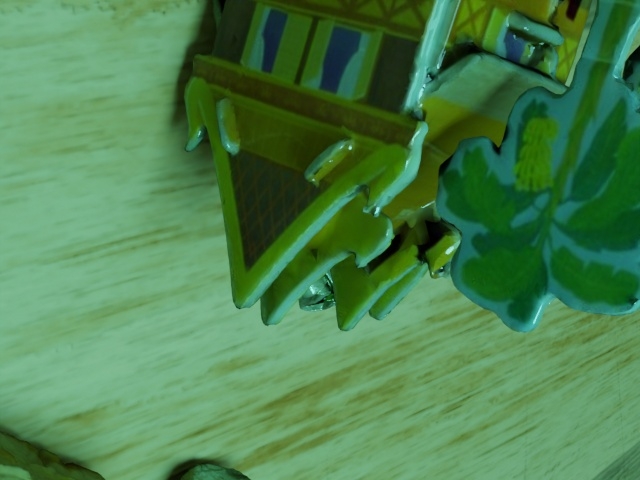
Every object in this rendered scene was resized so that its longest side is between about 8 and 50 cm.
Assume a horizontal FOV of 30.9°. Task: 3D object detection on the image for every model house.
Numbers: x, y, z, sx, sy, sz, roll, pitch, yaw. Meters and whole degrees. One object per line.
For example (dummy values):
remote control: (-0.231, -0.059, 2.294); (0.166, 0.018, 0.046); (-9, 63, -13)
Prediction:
model house: (0.095, -0.070, 0.717); (0.242, 0.358, 0.312); (6, 103, -48)

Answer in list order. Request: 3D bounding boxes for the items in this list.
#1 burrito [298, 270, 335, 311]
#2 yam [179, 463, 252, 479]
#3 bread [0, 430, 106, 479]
burrito: (0.003, 0.000, 0.890); (0.074, 0.044, 0.118); (1, 106, -38)
yam: (-0.136, 0.354, 0.898); (0.083, 0.083, 0.371); (14, 99, -47)
bread: (-0.247, 0.252, 0.714); (0.185, 0.114, 0.274); (40, 78, -43)
